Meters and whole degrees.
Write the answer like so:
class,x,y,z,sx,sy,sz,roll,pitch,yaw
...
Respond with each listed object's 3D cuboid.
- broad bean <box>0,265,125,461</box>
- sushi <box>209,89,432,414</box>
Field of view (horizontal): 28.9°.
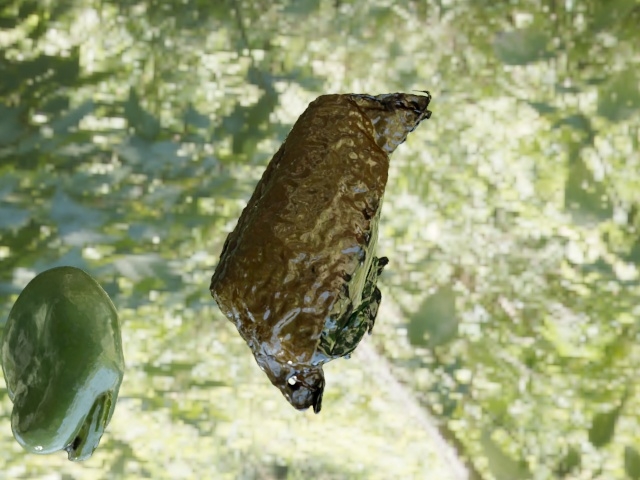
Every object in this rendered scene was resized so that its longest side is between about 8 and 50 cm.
class,x,y,z,sx,sy,sz,roll,pitch,yaw
broad bean,-0.300,0.144,1.449,0.169,0.228,0.100,-22,170,25
sushi,0.000,0.000,1.052,0.140,0.287,0.149,28,153,-8
